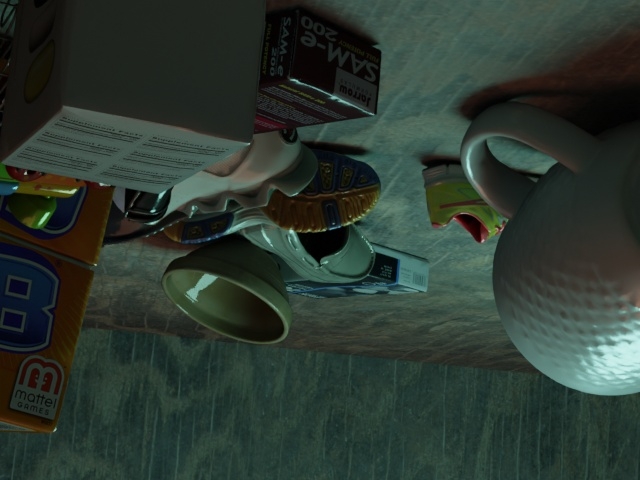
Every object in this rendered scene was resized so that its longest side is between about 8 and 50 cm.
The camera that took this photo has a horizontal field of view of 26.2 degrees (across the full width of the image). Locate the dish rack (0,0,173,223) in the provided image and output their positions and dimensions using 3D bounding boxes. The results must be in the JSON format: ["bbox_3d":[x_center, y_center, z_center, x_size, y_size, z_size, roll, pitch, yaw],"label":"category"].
[{"bbox_3d":[-0.250,-0.141,1.221,0.271,0.208,0.074,11,149,-25],"label":"dish rack"}]

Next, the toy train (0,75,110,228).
[{"bbox_3d":[-0.252,-0.066,1.356,0.248,0.105,0.143,5,138,-48],"label":"toy train"}]

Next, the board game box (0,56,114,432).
[{"bbox_3d":[-0.480,-0.009,1.472,0.356,0.356,0.356,23,160,-37],"label":"board game box"}]

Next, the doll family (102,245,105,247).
[{"bbox_3d":[-0.421,-0.013,2.243,0.193,0.076,0.111,9,150,2],"label":"doll family"}]

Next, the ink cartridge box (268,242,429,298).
[{"bbox_3d":[0.015,0.059,2.459,0.332,0.065,0.165,-5,166,44],"label":"ink cartridge box"}]

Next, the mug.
[{"bbox_3d":[0.318,-0.020,1.512,0.374,0.276,0.328,35,163,4],"label":"mug"}]

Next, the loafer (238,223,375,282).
[{"bbox_3d":[0.000,0.000,2.040,0.111,0.112,0.319,8,172,34],"label":"loafer"}]

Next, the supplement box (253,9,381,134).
[{"bbox_3d":[-0.072,-0.159,1.369,0.239,0.073,0.130,-4,166,41],"label":"supplement box"}]

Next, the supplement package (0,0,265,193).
[{"bbox_3d":[-0.151,-0.159,1.090,0.149,0.194,0.203,10,167,-24],"label":"supplement package"}]

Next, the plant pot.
[{"bbox_3d":[-0.148,0.073,2.383,0.237,0.110,0.237,18,153,10],"label":"plant pot"}]

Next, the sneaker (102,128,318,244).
[{"bbox_3d":[-0.179,-0.097,1.585,0.330,0.122,0.146,-16,128,22],"label":"sneaker"}]

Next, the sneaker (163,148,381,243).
[{"bbox_3d":[-0.064,-0.072,1.799,0.296,0.112,0.131,-4,-166,12],"label":"sneaker"}]

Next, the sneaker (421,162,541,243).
[{"bbox_3d":[0.225,-0.039,1.788,0.208,0.094,0.081,7,167,-17],"label":"sneaker"}]
